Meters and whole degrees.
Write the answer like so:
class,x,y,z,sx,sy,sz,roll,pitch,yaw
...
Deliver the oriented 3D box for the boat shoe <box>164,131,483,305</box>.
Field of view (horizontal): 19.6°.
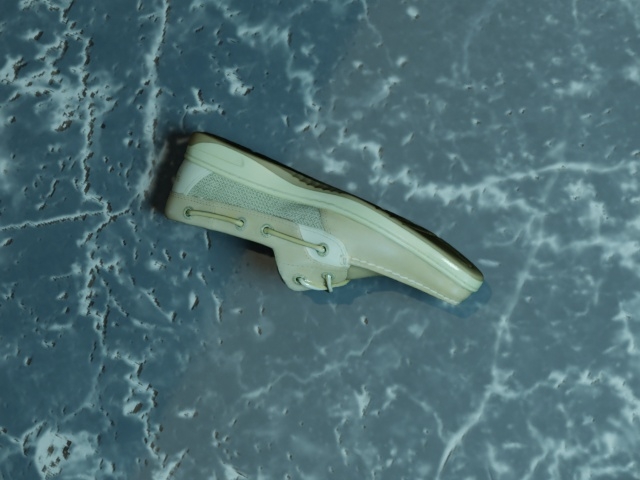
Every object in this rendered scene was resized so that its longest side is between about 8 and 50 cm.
class,x,y,z,sx,sy,sz,roll,pitch,yaw
boat shoe,0.000,0.000,1.659,0.302,0.109,0.098,24,93,16
